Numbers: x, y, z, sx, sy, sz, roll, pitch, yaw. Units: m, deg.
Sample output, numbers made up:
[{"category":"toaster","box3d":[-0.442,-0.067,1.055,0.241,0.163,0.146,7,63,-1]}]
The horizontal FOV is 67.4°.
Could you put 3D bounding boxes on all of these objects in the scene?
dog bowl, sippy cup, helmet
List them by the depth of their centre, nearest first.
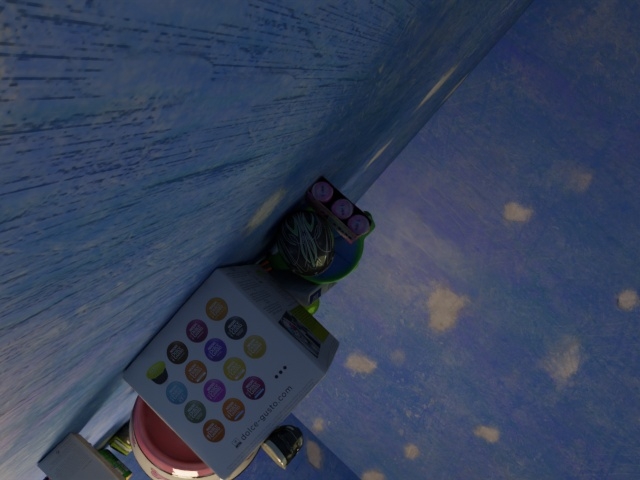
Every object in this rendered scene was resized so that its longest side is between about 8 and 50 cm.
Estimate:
[{"category":"helmet","box3d":[-0.039,0.005,1.272,0.169,0.169,0.161,-48,-166,6]},{"category":"dog bowl","box3d":[-0.355,0.504,1.407,0.408,0.408,0.150,-45,165,-33]},{"category":"sippy cup","box3d":[0.000,0.000,1.475,0.224,0.306,0.240,-143,-114,-82]}]

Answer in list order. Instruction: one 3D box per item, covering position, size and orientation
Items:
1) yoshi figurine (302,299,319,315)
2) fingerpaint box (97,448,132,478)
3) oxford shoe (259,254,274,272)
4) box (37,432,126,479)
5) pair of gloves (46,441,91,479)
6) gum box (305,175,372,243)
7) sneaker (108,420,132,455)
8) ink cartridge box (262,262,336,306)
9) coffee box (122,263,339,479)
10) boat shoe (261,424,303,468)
[{"category":"yoshi figurine","box3d":[-0.123,0.211,1.717,0.362,0.203,0.203,-27,-156,52]},{"category":"fingerpaint box","box3d":[-0.897,0.960,1.736,0.371,0.163,0.445,-47,177,-26]},{"category":"oxford shoe","box3d":[-0.249,0.186,1.564,0.133,0.130,0.363,0,-136,48]},{"category":"box","box3d":[-0.553,0.546,1.124,0.091,0.170,0.130,-45,176,-28]},{"category":"pair of gloves","box3d":[-0.733,0.648,1.348,0.198,0.023,0.159,-46,179,2]},{"category":"gum box","box3d":[0.049,-0.076,1.285,0.062,0.188,0.107,-47,177,-11]},{"category":"sneaker","box3d":[-0.780,0.812,2.021,0.121,0.111,0.300,-51,180,-14]},{"category":"ink cartridge box","box3d":[-0.090,0.124,1.461,0.223,0.224,0.045,-28,126,-63]},{"category":"coffee box","box3d":[-0.194,0.288,1.189,0.337,0.334,0.338,-47,174,5]},{"category":"boat shoe","box3d":[-0.085,0.465,1.092,0.079,0.084,0.233,-43,170,-25]}]
